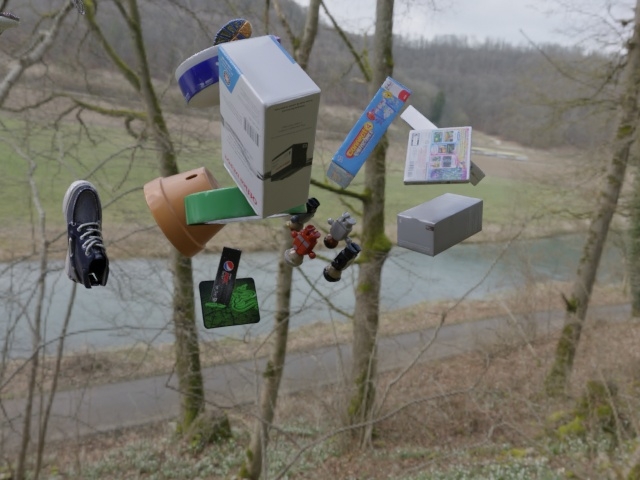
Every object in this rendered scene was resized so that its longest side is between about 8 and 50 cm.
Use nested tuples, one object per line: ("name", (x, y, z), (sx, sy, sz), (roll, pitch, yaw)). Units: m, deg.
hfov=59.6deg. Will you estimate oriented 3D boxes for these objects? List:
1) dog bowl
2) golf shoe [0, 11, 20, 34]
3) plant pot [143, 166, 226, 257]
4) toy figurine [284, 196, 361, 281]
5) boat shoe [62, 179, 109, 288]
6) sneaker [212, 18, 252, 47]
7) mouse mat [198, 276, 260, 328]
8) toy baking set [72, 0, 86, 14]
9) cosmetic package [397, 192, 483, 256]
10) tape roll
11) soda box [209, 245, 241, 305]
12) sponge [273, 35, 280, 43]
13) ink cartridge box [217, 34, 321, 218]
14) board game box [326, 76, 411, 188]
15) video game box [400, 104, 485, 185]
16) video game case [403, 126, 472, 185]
("dog bowl", (-0.320, -0.521, 1.779), (0.264, 0.104, 0.265), (-22, 1, 1))
("golf shoe", (-0.954, -0.615, 1.626), (0.185, 0.086, 0.067), (-2, 7, 13))
("plant pot", (-0.428, -0.114, 1.894), (0.203, 0.291, 0.291), (-29, 8, 1))
("toy figurine", (0.000, 0.000, 1.657), (0.212, 0.148, 0.210), (20, 38, -22))
("boat shoe", (-0.730, -0.010, 1.776), (0.158, 0.341, 0.127), (22, 24, 39))
("sneaker", (-0.359, -0.716, 2.153), (0.112, 0.296, 0.131), (41, 13, 7))
("mouse mat", (-0.286, 0.196, 1.767), (0.189, 0.153, 0.007), (-3, -16, -31))
("toy baking set", (-0.735, -0.759, 1.595), (0.030, 0.197, 0.256), (-26, 3, -13))
("cosmetic package", (0.327, -0.048, 1.520), (0.237, 0.107, 0.127), (-25, 30, -36))
("tape roll", (-0.199, -0.094, 1.493), (0.320, 0.077, 0.321), (-6, 1, 0))
("soda box", (-0.280, 0.104, 1.660), (0.060, 0.169, 0.053), (14, -2, -8))
("sponge", (-0.166, -0.476, 1.616), (0.031, 0.210, 0.117), (25, 38, 25))
("ink cartridge box", (-0.117, -0.238, 1.198), (0.128, 0.308, 0.223), (-21, 55, -23))
("board game box", (0.143, -0.329, 1.776), (0.086, 0.308, 0.302), (34, -3, -1))
("video game box", (0.318, -0.249, 1.458), (0.187, 0.048, 0.205), (30, 19, -37))
("video game case", (0.266, -0.191, 1.261), (0.143, 0.157, 0.019), (0, -33, 19))
